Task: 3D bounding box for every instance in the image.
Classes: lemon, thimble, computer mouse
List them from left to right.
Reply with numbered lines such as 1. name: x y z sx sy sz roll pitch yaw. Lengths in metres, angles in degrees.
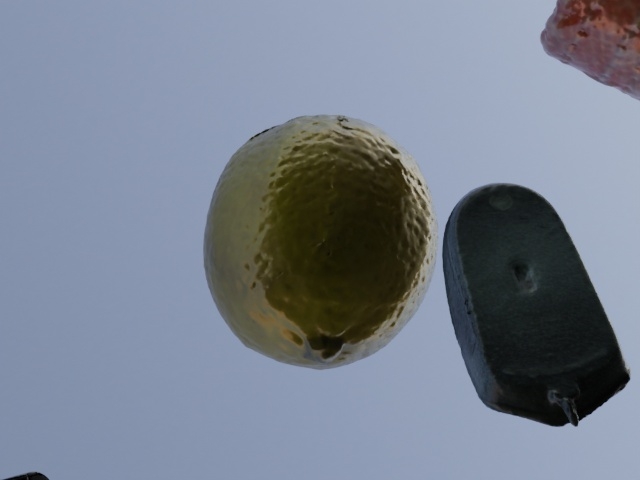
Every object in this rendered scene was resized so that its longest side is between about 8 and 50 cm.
1. lemon: -0.001 0.000 1.497 0.267 0.267 0.267 8 -103 -35
2. computer mouse: 0.154 0.055 1.076 0.113 0.068 0.229 -11 -129 -2
3. thimble: 0.347 -0.276 1.580 0.162 0.239 0.239 28 -119 6

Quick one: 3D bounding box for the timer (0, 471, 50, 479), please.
1. timer: -0.293 0.282 1.221 0.187 0.055 0.144 -8 -102 -48
